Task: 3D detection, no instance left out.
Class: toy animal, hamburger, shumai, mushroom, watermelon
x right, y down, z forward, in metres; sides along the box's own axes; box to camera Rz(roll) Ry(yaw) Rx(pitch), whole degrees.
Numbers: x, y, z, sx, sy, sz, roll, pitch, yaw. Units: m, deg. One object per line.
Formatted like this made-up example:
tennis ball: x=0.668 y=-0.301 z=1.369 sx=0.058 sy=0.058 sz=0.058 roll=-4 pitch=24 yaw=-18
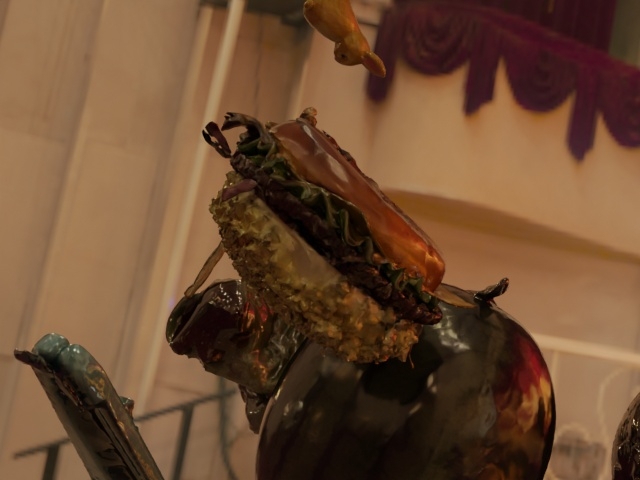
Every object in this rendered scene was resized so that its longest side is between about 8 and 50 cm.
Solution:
toy animal: x=0.039 y=-0.302 z=1.818 sx=0.070 sy=0.159 sz=0.083 roll=-32 pitch=9 yaw=30
hamburger: x=0.000 y=0.000 z=1.043 sx=0.243 sy=0.138 sz=0.261 roll=38 pitch=8 yaw=-48
shumai: x=-0.068 y=0.103 z=1.564 sx=0.203 sy=0.222 sz=0.272 roll=46 pitch=14 yaw=-7
mushroom: x=-0.086 y=-0.048 z=1.509 sx=0.026 sy=0.286 sz=0.028 roll=33 pitch=-6 yaw=12
watermelon: x=0.089 y=0.191 z=1.214 sx=0.279 sy=0.359 sz=0.279 roll=30 pitch=0 yaw=0

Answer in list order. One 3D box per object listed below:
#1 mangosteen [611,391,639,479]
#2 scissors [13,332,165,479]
mangosteen: x=0.529 y=0.293 z=1.542 sx=0.330 sy=0.330 sz=0.330 roll=10 pitch=-9 yaw=2
scissors: x=-0.104 y=0.156 z=0.703 sx=0.180 sy=0.032 sz=0.393 roll=29 pitch=-28 yaw=23
